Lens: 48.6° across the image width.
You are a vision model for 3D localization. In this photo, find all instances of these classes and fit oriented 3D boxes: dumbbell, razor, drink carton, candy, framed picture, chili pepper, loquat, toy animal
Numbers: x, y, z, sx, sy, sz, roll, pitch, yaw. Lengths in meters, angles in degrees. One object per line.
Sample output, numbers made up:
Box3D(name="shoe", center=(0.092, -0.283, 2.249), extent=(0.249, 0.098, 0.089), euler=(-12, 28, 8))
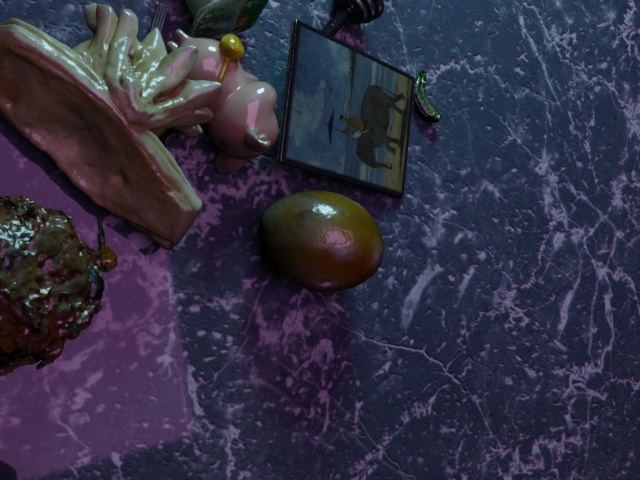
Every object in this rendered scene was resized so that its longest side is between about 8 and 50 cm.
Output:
Box3D(name="dumbbell", center=(0.025, -0.415, 1.371), extent=(0.110, 0.110, 0.254), euler=(44, 73, -17))
Box3D(name="razor", center=(-0.294, -0.317, 1.217), extent=(0.068, 0.037, 0.191), euler=(15, 76, -22))
Box3D(name="drink carton", center=(-0.189, -0.448, 1.237), extent=(0.144, 0.146, 0.142), euler=(-25, 89, -29))
Box3D(name="candy", center=(-0.357, -0.008, 1.157), extent=(0.035, 0.035, 0.123), euler=(-4, 79, -32))
Box3D(name="framed picture", center=(0.060, -0.237, 1.352), extent=(0.347, 0.016, 0.265), euler=(13, 82, -43))
Box3D(name="chili pepper", center=(0.217, -0.301, 1.499), extent=(0.055, 0.035, 0.118), euler=(-13, 81, -42))
Box3D(name="loquat", center=(0.000, 0.000, 1.269), extent=(0.227, 0.179, 0.179), euler=(17, 77, -18))
Box3D(name="toy animal", center=(-0.168, -0.252, 1.214), extent=(0.149, 0.165, 0.248), euler=(-40, 97, -21))

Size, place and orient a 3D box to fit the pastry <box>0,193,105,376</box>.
Box3D(name="pastry", center=(-0.440, 0.066, 1.008), extent=(0.275, 0.193, 0.275), euler=(4, 81, -29))

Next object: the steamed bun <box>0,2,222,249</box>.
Box3D(name="steamed bun", center=(-0.313, -0.213, 1.100), extent=(0.428, 0.247, 0.189), euler=(42, 43, -15))
